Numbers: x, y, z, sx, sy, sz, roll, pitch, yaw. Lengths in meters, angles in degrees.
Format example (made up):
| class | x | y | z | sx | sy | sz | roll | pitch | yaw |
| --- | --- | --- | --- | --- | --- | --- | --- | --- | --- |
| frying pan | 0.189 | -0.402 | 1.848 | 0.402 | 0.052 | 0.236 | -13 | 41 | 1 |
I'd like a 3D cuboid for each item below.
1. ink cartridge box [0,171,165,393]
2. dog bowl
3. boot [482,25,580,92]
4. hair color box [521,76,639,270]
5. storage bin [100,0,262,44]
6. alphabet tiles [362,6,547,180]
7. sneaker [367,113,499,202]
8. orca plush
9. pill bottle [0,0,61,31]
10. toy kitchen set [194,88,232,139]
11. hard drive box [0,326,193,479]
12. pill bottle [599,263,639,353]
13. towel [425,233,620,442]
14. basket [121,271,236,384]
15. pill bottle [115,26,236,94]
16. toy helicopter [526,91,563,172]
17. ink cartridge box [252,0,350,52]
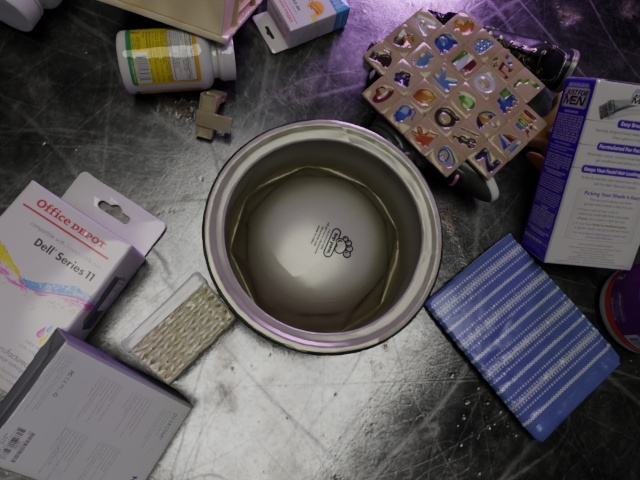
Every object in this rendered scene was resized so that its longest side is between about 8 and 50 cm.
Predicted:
| class | x | y | z | sx | sy | sz | roll | pitch | yaw |
| --- | --- | --- | --- | --- | --- | --- | --- | --- | --- |
| ink cartridge box | -0.448 | 0.049 | 0.832 | 0.207 | 0.119 | 0.354 | 32 | 74 | 1 |
| dog bowl | 0.000 | 0.000 | 0.894 | 0.407 | 0.150 | 0.408 | 2 | 75 | -8 |
| boot | 0.417 | -0.380 | 1.030 | 0.178 | 0.236 | 0.085 | 18 | 116 | 0 |
| hair color box | 0.527 | -0.123 | 0.941 | 0.185 | 0.110 | 0.339 | 6 | 110 | -7 |
| storage bin | -0.256 | -0.524 | 0.949 | 0.262 | 0.123 | 0.260 | 18 | 44 | -1 |
| alphabet tiles | 0.259 | -0.290 | 0.964 | 0.285 | 0.011 | 0.342 | -42 | 83 | -10 |
| sneaker | 0.206 | -0.149 | 0.990 | 0.296 | 0.104 | 0.147 | 44 | 78 | 8 |
| orca plush | 0.202 | -0.410 | 1.047 | 0.287 | 0.102 | 0.151 | -38 | 84 | -15 |
| pill bottle | -0.546 | -0.526 | 0.952 | 0.131 | 0.131 | 0.229 | 22 | 74 | -2 |
| toy kitchen set | -0.201 | -0.247 | 0.987 | 0.068 | 0.075 | 0.083 | 15 | 114 | -1 |
| hard drive box | -0.346 | 0.271 | 0.752 | 0.232 | 0.089 | 0.181 | 43 | 71 | -31 |
| pill bottle | 0.670 | 0.108 | 0.873 | 0.181 | 0.323 | 0.182 | 2 | 76 | -8 |
| towel | 0.394 | 0.182 | 0.970 | 0.243 | 0.040 | 0.336 | -37 | 82 | -13 |
| basket | -0.230 | 0.150 | 0.843 | 0.103 | 0.113 | 0.167 | 44 | 75 | 2 |
| pill bottle | -0.271 | -0.347 | 0.955 | 0.208 | 0.117 | 0.118 | -7 | 78 | -9 |
| toy helicopter | 0.473 | -0.206 | 1.044 | 0.354 | 0.140 | 0.235 | 11 | 84 | 6 |
| ink cartridge box | -0.042 | -0.482 | 1.050 | 0.181 | 0.061 | 0.104 | -27 | 81 | -13 |
